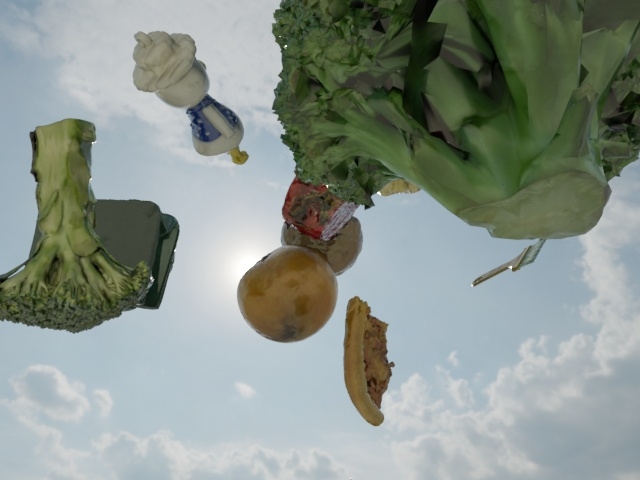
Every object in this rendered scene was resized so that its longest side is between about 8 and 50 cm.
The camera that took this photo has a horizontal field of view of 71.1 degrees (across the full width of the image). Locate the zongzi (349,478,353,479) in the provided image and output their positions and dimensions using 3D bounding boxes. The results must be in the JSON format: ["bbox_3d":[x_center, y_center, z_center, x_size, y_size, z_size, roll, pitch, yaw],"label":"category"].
[{"bbox_3d":[0.158,0.623,1.022,0.187,0.084,0.184,3,-42,23],"label":"zongzi"}]

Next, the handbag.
[{"bbox_3d":[-0.489,0.029,1.001,0.327,0.238,0.089,4,-14,15],"label":"handbag"}]

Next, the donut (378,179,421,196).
[{"bbox_3d":[0.264,-0.192,1.571,0.166,0.108,0.065,-10,-78,-17],"label":"donut"}]

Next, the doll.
[{"bbox_3d":[-0.212,-0.237,0.766,0.119,0.138,0.293,-46,-34,-4],"label":"doll"}]

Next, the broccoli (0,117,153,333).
[{"bbox_3d":[-0.426,-0.020,0.801,0.221,0.361,0.252,-2,-19,36],"label":"broccoli"}]

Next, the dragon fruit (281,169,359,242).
[{"bbox_3d":[0.021,-0.093,1.054,0.147,0.211,0.282,27,-12,13],"label":"dragon fruit"}]

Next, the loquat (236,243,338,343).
[{"bbox_3d":[-0.084,0.132,1.159,0.263,0.263,0.263,1,-45,1],"label":"loquat"}]

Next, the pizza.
[{"bbox_3d":[0.095,0.236,0.876,0.134,0.270,0.056,-5,5,-44],"label":"pizza"}]

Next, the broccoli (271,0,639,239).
[{"bbox_3d":[0.138,-0.154,0.403,0.321,0.309,0.413,17,-18,28],"label":"broccoli"}]

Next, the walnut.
[{"bbox_3d":[0.001,-0.001,1.358,0.249,0.248,0.248,1,-45,1],"label":"walnut"}]

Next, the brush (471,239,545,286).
[{"bbox_3d":[0.399,0.060,0.974,0.010,0.082,0.218,45,-32,4],"label":"brush"}]
